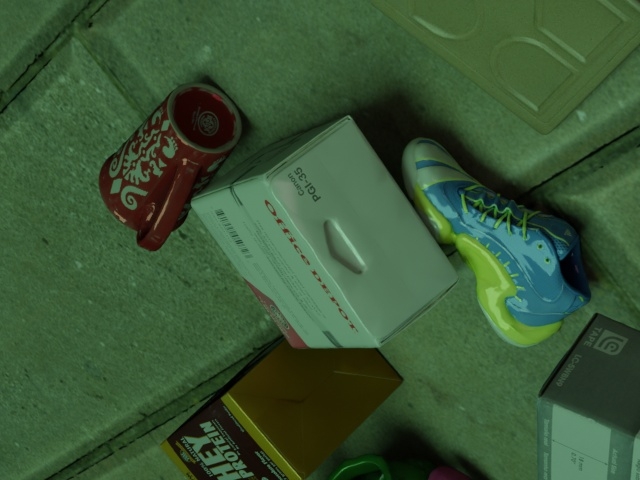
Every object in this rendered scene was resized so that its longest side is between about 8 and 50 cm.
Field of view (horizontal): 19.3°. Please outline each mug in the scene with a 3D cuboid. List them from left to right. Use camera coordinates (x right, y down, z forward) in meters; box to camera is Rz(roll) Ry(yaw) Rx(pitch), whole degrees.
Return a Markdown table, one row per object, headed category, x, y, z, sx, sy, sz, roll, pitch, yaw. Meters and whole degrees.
| category | x | y | z | sx | sy | sz | roll | pitch | yaw |
| --- | --- | --- | --- | --- | --- | --- | --- | --- | --- |
| mug | -0.156 | -0.079 | 2.090 | 0.169 | 0.113 | 0.150 | -45 | 61 | 48 |

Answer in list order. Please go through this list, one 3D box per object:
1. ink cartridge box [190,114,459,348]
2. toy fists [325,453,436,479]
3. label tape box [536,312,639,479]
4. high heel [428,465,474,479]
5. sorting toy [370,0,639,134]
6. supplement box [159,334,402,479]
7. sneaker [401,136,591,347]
| category | x | y | z | sx | sy | sz | roll | pitch | yaw |
| --- | --- | --- | --- | --- | --- | --- | --- | --- | --- |
| ink cartridge box | 0.000 | 0.000 | 1.932 | 0.207 | 0.117 | 0.283 | 56 | 163 | -8 |
| toy fists | 0.022 | 0.328 | 2.218 | 0.279 | 0.096 | 0.142 | -29 | 143 | 27 |
| label tape box | 0.339 | 0.225 | 1.486 | 0.333 | 0.106 | 0.241 | 23 | 143 | 25 |
| high heel | 0.210 | 0.349 | 2.091 | 0.244 | 0.082 | 0.117 | 58 | 162 | 4 |
| sorting toy | 0.137 | -0.242 | 1.690 | 0.307 | 0.041 | 0.229 | 37 | 147 | -4 |
| supplement box | -0.047 | 0.199 | 2.160 | 0.129 | 0.191 | 0.194 | 49 | 144 | -1 |
| sneaker | 0.185 | -0.016 | 1.853 | 0.126 | 0.091 | 0.240 | -28 | 100 | 33 |
